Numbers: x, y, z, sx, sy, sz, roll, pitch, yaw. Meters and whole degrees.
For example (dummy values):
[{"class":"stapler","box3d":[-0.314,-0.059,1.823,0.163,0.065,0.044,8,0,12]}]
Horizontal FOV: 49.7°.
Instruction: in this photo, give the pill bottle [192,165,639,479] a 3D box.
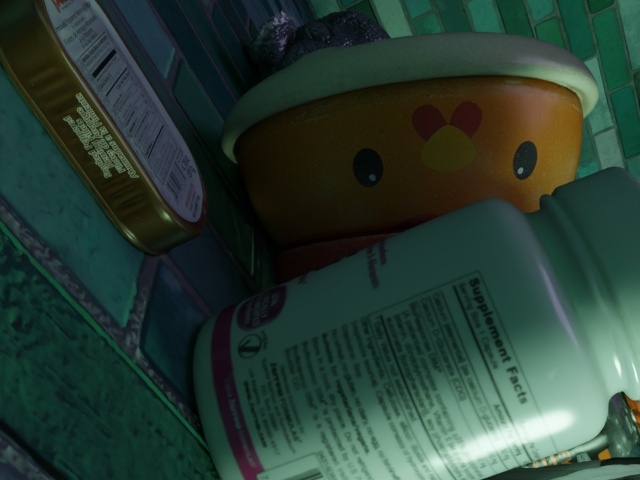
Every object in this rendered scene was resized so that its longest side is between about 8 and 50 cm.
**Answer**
[{"class":"pill bottle","box3d":[0.078,0.070,0.442,0.160,0.283,0.160,-23,90,-79]}]

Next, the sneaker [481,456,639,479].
[{"class":"sneaker","box3d":[0.127,0.196,0.491,0.108,0.271,0.100,-112,-167,-71]}]

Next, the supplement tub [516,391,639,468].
[{"class":"supplement tub","box3d":[0.345,0.288,1.115,0.207,0.337,0.207,61,12,-23]}]

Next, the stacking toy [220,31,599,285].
[{"class":"stacking toy","box3d":[0.102,0.085,0.641,0.350,0.350,0.480,19,64,-75]}]

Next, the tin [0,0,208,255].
[{"class":"tin","box3d":[-0.128,-0.078,0.426,0.190,0.040,0.106,61,8,-28]}]

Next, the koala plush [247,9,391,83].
[{"class":"koala plush","box3d":[-0.010,-0.218,0.919,0.196,0.203,0.221,65,23,-6]}]
